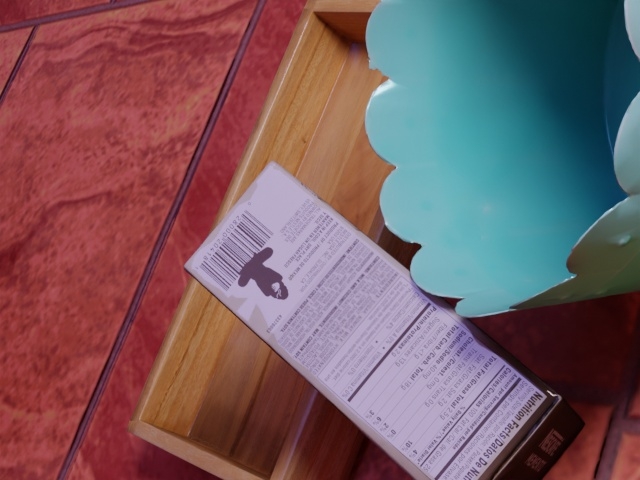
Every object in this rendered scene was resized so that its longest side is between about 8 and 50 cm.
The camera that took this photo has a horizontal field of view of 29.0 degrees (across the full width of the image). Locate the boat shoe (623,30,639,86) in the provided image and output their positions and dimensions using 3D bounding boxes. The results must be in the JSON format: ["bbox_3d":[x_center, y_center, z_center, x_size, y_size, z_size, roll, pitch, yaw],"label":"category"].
[{"bbox_3d":[0.312,-0.050,0.762,0.341,0.121,0.110,-135,46,-55],"label":"boat shoe"}]

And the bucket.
[{"bbox_3d":[0.163,-0.094,0.715,0.281,0.183,0.281,178,90,-65],"label":"bucket"}]

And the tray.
[{"bbox_3d":[0.000,0.000,1.020,0.202,0.076,0.411,13,78,48],"label":"tray"}]

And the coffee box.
[{"bbox_3d":[0.044,0.072,0.824,0.246,0.141,0.098,40,90,23],"label":"coffee box"}]
